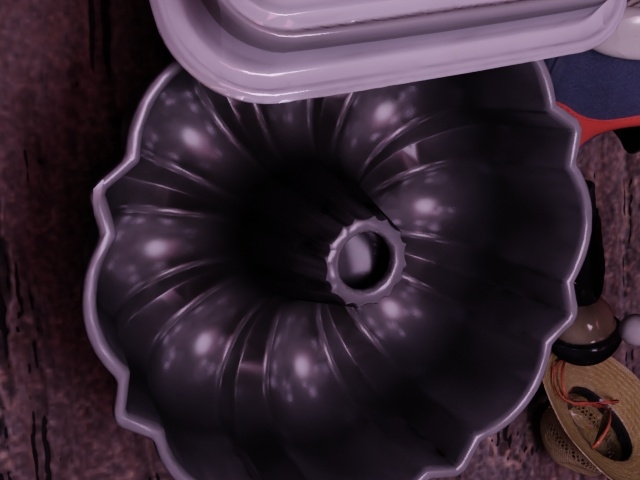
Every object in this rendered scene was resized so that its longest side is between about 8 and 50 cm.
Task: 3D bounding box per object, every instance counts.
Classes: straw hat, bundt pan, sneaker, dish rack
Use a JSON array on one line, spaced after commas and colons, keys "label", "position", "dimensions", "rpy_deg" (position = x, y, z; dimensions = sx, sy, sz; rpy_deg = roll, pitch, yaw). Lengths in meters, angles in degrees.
[{"label": "straw hat", "position": [0.211, 0.151, 0.821], "dimensions": [0.145, 0.144, 0.061], "rpy_deg": [20, 132, -29]}, {"label": "bundt pan", "position": [0.000, 0.000, 0.648], "dimensions": [0.331, 0.124, 0.330], "rpy_deg": [-7, 106, -25]}, {"label": "sneaker", "position": [0.268, -0.148, 0.758], "dimensions": [0.350, 0.131, 0.148], "rpy_deg": [-16, 141, -33]}, {"label": "dish rack", "position": [0.025, -0.251, 0.546], "dimensions": [0.286, 0.072, 0.332], "rpy_deg": [-13, 80, -22]}]

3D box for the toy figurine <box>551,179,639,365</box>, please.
[{"label": "toy figurine", "position": [0.280, 0.027, 0.745], "dimensions": [0.213, 0.209, 0.148], "rpy_deg": [-22, 117, -19]}]
